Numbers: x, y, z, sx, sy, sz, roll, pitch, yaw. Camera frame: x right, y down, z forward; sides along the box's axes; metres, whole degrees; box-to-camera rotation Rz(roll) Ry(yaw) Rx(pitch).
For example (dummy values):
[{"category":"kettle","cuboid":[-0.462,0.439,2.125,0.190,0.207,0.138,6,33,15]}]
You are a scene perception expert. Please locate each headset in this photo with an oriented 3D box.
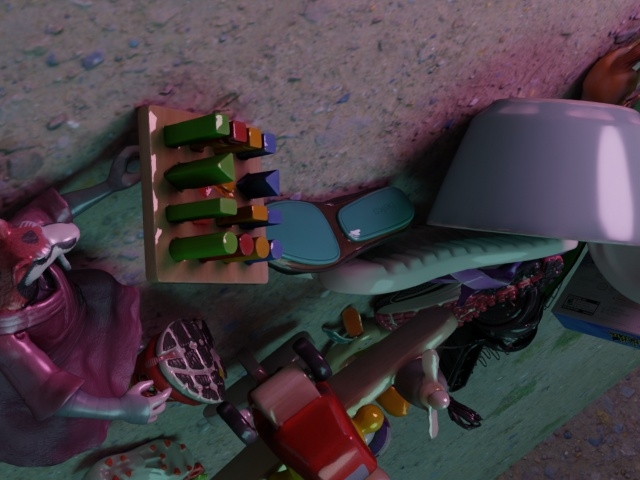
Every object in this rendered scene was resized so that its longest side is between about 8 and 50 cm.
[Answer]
[{"category":"headset","cuboid":[0.321,0.124,1.851,0.394,0.185,0.243,-44,156,-6]}]

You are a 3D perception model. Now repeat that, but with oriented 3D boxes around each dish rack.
[{"category":"dish rack","cuboid":[0.350,0.165,2.101,0.271,0.074,0.208,-26,155,-19]}]

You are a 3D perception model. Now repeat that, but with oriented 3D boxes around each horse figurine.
[{"category":"horse figurine","cuboid":[0.402,-0.200,1.498,0.174,0.066,0.263,-30,159,-24]}]

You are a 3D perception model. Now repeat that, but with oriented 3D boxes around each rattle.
[{"category":"rattle","cuboid":[0.074,0.198,1.743,0.130,0.143,0.200,-11,159,-5]}]

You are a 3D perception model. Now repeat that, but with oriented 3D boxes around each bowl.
[{"category":"bowl","cuboid":[0.292,-0.084,1.359,0.311,0.311,0.163,4,92,-54]}]

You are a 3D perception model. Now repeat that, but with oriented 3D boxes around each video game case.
[{"category":"video game case","cuboid":[0.563,0.066,1.868,0.061,0.269,0.244,47,70,-37]}]

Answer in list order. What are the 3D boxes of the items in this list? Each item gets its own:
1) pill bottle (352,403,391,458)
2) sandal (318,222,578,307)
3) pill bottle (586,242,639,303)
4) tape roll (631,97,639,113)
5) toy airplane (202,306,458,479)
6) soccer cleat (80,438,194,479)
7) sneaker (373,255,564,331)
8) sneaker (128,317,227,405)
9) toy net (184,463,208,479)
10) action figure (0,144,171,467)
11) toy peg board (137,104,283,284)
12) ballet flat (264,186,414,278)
[{"category":"pill bottle","cuboid":[0.057,0.339,2.011,0.108,0.108,0.193,-36,156,3]},{"category":"sandal","cuboid":[0.172,0.038,1.522,0.416,0.169,0.102,-7,107,-30]},{"category":"pill bottle","cuboid":[0.596,-0.065,1.705,0.361,0.204,0.204,-31,157,-27]},{"category":"tape roll","cuboid":[0.512,-0.213,1.487,0.321,0.077,0.321,-45,166,-14]},{"category":"toy airplane","cuboid":[-0.012,0.263,1.464,0.386,0.272,0.384,-35,-174,36]},{"category":"soccer cleat","cuboid":[-0.274,0.342,1.662,0.076,0.068,0.196,-32,160,34]},{"category":"sneaker","cuboid":[0.220,0.058,1.710,0.299,0.112,0.121,-24,152,10]},{"category":"sneaker","cuboid":[-0.181,0.163,1.327,0.118,0.107,0.279,-25,175,-2]},{"category":"toy net","cuboid":[-0.251,0.411,1.833,0.122,0.045,0.232,-32,156,-4]},{"category":"action figure","cuboid":[-0.277,0.063,1.046,0.275,0.248,0.370,-5,154,0]},{"category":"toy peg board","cuboid":[-0.083,-0.042,1.038,0.079,0.161,0.160,-7,173,35]},{"category":"ballet flat","cuboid":[0.000,0.000,1.334,0.280,0.095,0.096,-10,158,-43]}]
